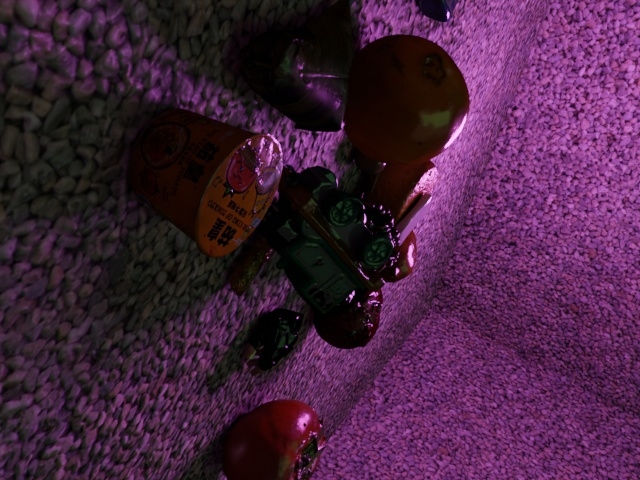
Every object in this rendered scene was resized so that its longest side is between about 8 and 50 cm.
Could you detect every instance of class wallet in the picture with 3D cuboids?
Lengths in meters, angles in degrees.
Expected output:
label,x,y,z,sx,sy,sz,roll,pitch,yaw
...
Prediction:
label,x,y,z,sx,sy,sz,roll,pitch,yaw
wallet,0.286,-0.065,1.977,0.190,0.033,0.095,-47,158,-21

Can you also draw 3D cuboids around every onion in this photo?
label,x,y,z,sx,sy,sz,roll,pitch,yaw
onion,0.108,0.235,2.147,0.281,0.221,0.281,-52,178,-2

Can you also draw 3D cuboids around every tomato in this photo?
label,x,y,z,sx,sy,sz,roll,pitch,yaw
tomato,-0.152,0.653,1.996,0.341,0.272,0.341,-43,140,-51

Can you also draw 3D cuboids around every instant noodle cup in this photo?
label,x,y,z,sx,sy,sz,roll,pitch,yaw
instant noodle cup,-0.188,-0.104,1.012,0.216,0.172,0.216,-49,157,-29

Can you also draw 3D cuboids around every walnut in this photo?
label,x,y,z,sx,sy,sz,roll,pitch,yaw
walnut,0.231,0.043,2.154,0.336,0.209,0.209,-83,-168,-66

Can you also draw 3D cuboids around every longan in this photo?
label,x,y,z,sx,sy,sz,roll,pitch,yaw
longan,0.140,-0.242,1.778,0.119,0.106,0.106,-108,-148,-59

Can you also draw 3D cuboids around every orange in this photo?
label,x,y,z,sx,sy,sz,roll,pitch,yaw
orange,0.191,-0.325,1.483,0.312,0.312,0.312,-50,157,-30

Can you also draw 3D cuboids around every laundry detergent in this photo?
label,x,y,z,sx,sy,sz,roll,pitch,yaw
laundry detergent,0.355,-0.731,1.665,0.290,0.094,0.143,-64,155,-3

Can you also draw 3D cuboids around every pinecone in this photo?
label,x,y,z,sx,sy,sz,roll,pitch,yaw
pinecone,0.122,-0.006,1.848,0.243,0.243,0.257,33,65,-71

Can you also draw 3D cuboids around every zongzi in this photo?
label,x,y,z,sx,sy,sz,roll,pitch,yaw
zongzi,-0.023,-0.371,1.165,0.286,0.134,0.288,22,82,-66

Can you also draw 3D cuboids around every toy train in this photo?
label,x,y,z,sx,sy,sz,roll,pitch,yaw
toy train,0.000,0.000,1.465,0.249,0.178,0.429,-41,130,2

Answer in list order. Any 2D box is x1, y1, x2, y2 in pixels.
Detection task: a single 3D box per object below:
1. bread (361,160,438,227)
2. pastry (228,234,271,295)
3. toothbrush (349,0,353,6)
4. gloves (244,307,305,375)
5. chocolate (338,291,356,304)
label,x,y,z,sx,sy,sz,roll,pitch,yaw
bread,0.241,-0.157,2.014,0.312,0.172,0.312,-47,156,-29
pastry,-0.164,0.057,1.472,0.140,0.056,0.080,-59,169,-27
toothbrush,0.058,-0.491,1.338,0.219,0.019,0.016,-61,166,-2
gloves,-0.138,0.291,1.779,0.164,0.124,0.203,15,96,-51
chocolate,0.041,0.112,1.968,0.156,0.156,0.133,-21,117,-61
